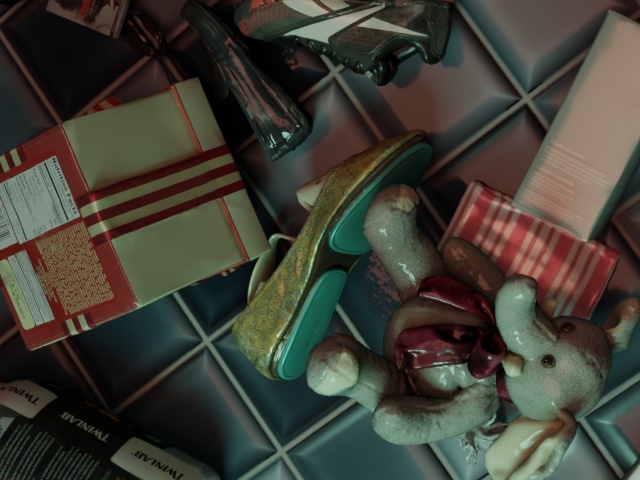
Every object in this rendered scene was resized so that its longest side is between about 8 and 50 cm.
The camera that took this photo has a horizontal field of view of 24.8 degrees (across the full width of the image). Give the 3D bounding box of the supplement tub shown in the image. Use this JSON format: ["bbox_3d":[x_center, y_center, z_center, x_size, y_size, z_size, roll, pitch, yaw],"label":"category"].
[{"bbox_3d":[-0.308,0.303,1.781,0.338,0.207,0.207,25,101,15],"label":"supplement tub"}]

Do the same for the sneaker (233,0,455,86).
[{"bbox_3d":[0.028,-0.245,1.691,0.276,0.097,0.135,-2,90,17],"label":"sneaker"}]

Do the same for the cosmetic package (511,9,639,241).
[{"bbox_3d":[0.312,-0.124,1.589,0.107,0.127,0.238,26,99,16],"label":"cosmetic package"}]

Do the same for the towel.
[{"bbox_3d":[0.228,0.034,1.678,0.197,0.029,0.144,28,101,15],"label":"towel"}]

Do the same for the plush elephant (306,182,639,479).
[{"bbox_3d":[0.189,0.118,1.547,0.255,0.272,0.330,-13,127,43],"label":"plush elephant"}]

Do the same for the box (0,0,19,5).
[{"bbox_3d":[-0.422,-0.409,1.800,0.108,0.153,0.207,-17,86,27],"label":"box"}]

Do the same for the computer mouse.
[{"bbox_3d":[-0.174,-0.194,1.799,0.071,0.041,0.242,-44,73,42],"label":"computer mouse"}]

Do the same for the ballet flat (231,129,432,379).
[{"bbox_3d":[0.000,0.000,1.714,0.123,0.123,0.349,33,103,14],"label":"ballet flat"}]

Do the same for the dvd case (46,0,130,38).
[{"bbox_3d":[-0.287,-0.312,1.826,0.119,0.013,0.087,25,101,27],"label":"dvd case"}]

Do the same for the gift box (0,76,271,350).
[{"bbox_3d":[-0.246,-0.038,1.709,0.276,0.258,0.255,-15,97,43],"label":"gift box"}]

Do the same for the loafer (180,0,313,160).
[{"bbox_3d":[-0.101,-0.195,1.749,0.078,0.076,0.223,-40,84,8],"label":"loafer"}]

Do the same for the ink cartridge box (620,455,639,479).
[{"bbox_3d":[0.389,0.327,1.608,0.160,0.092,0.219,36,104,13],"label":"ink cartridge box"}]
